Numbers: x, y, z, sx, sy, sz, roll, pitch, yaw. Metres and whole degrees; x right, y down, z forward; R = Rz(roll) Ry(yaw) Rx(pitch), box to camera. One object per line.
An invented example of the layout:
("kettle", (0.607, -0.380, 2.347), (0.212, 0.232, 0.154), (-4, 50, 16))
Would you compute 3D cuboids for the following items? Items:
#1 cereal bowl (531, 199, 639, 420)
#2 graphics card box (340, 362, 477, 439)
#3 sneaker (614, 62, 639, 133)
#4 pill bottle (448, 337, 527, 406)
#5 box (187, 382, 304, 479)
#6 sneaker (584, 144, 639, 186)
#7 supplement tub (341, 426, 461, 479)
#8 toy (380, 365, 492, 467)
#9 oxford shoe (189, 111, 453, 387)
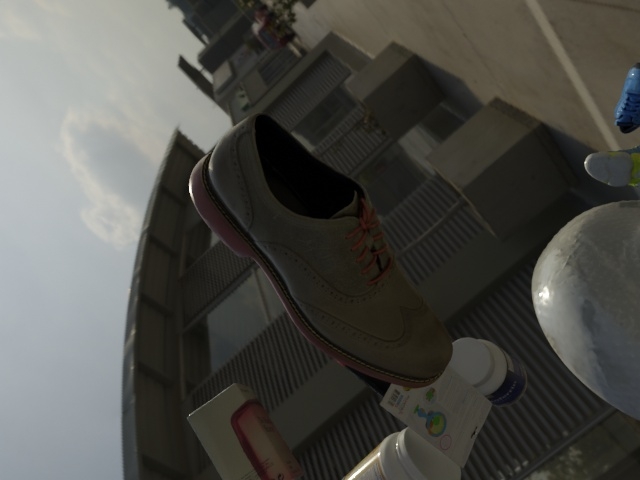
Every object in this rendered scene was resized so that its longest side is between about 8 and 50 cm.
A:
("cereal bowl", (0.464, 0.067, 0.755), (0.339, 0.339, 0.141), (54, 154, 33))
("graphics card box", (0.203, 0.372, 1.445), (0.371, 0.094, 0.233), (37, 171, 13))
("sneaker", (0.574, -0.249, 1.050), (0.069, 0.082, 0.209), (32, -175, 25))
("pill bottle", (0.445, 0.354, 1.571), (0.265, 0.153, 0.153), (32, -162, -47))
("box", (-0.156, 0.440, 1.243), (0.232, 0.127, 0.148), (54, 176, 19))
("sneaker", (0.796, -0.197, 1.485), (0.240, 0.091, 0.126), (13, -142, 9))
("supplement tub", (0.216, 0.683, 1.622), (0.228, 0.316, 0.228), (29, -152, -17))
("toy", (0.206, 0.297, 1.068), (0.237, 0.137, 0.056), (43, 158, -26))
("oxford shoe", (0.021, 0.020, 0.590), (0.348, 0.130, 0.123), (41, -129, -9))
